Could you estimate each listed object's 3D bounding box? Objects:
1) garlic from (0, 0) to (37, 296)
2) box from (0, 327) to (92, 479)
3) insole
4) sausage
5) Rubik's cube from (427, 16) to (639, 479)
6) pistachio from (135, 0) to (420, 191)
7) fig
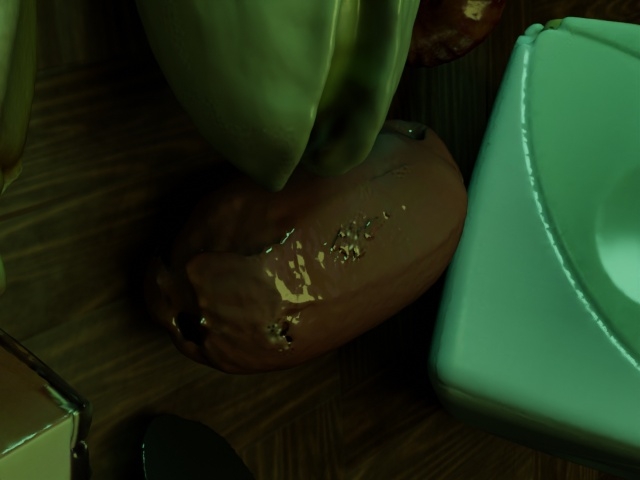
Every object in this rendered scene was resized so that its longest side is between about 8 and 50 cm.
[{"bbox_3d":[-0.199,-0.082,0.562,0.110,0.228,0.217,11,74,-9],"label":"garlic"},{"bbox_3d":[-0.287,0.248,0.485,0.385,0.122,0.344,-29,141,-43],"label":"box"},{"bbox_3d":[-0.047,0.239,0.913,0.348,0.009,0.119,49,32,-47],"label":"insole"},{"bbox_3d":[0.000,0.000,0.840,0.280,0.152,0.152,-27,120,-43],"label":"sausage"},{"bbox_3d":[0.309,0.037,1.009,0.352,0.347,0.351,39,67,-71],"label":"Rubik's cube"},{"bbox_3d":[-0.019,-0.194,0.709,0.208,0.226,0.331,2,88,-30],"label":"pistachio"},{"bbox_3d":[0.078,-0.202,0.923,0.128,0.150,0.128,-4,101,-21],"label":"fig"}]
